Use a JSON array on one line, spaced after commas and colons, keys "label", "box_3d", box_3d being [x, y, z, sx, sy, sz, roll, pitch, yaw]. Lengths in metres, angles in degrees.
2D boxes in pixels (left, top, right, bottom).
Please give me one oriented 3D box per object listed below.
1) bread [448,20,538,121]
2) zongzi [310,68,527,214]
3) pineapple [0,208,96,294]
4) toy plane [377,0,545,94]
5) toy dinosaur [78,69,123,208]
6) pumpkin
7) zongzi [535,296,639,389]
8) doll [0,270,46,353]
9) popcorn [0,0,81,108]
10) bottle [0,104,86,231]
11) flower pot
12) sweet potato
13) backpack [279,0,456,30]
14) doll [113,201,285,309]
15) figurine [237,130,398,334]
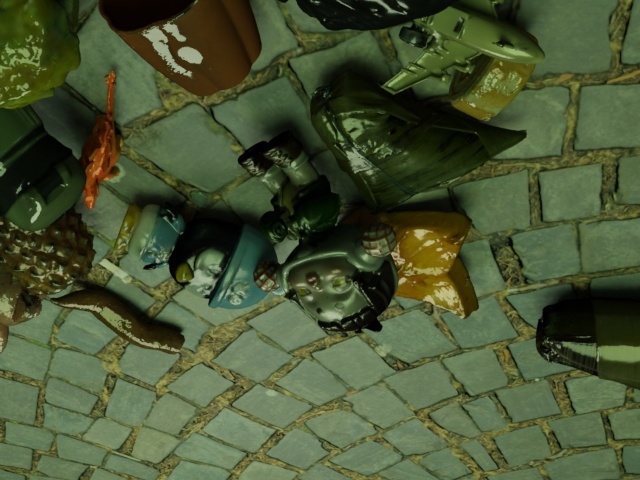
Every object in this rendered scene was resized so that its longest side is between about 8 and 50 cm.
[{"label": "bread", "box_3d": [0.240, -0.238, 1.217, 0.073, 0.122, 0.149, 25, 130, -15]}, {"label": "zongzi", "box_3d": [0.144, -0.179, 1.284, 0.275, 0.125, 0.251, -20, 137, 22]}, {"label": "pineapple", "box_3d": [-0.523, -0.074, 1.438, 0.175, 0.175, 0.361, -16, 117, 19]}, {"label": "toy plane", "box_3d": [0.173, -0.290, 1.127, 0.256, 0.104, 0.241, 32, 110, 26]}, {"label": "toy dinosaur", "box_3d": [-0.356, -0.135, 1.373, 0.071, 0.117, 0.288, 17, 137, -11]}, {"label": "pumpkin", "box_3d": [0.135, 0.046, 1.535, 0.291, 0.095, 0.258, -1, 133, 15]}, {"label": "zongzi", "box_3d": [0.565, 0.233, 1.665, 0.290, 0.154, 0.317, 2, 142, 13]}, {"label": "doll", "box_3d": [-0.610, 0.115, 1.642, 0.156, 0.201, 0.303, -10, 158, -42]}, {"label": "popcorn", "box_3d": [-0.431, -0.294, 1.102, 0.277, 0.276, 0.226, 32, 137, -25]}, {"label": "bottle", "box_3d": [-0.498, -0.164, 1.256, 0.168, 0.168, 0.347, -35, 104, 33]}, {"label": "flower pot", "box_3d": [-0.173, -0.299, 1.163, 0.191, 0.190, 0.173, -16, 145, 19]}, {"label": "sweet potato", "box_3d": [-0.403, 0.154, 1.711, 0.281, 0.067, 0.059, 34, 173, -26]}, {"label": "backpack", "box_3d": [0.037, -0.460, 0.895, 0.363, 0.255, 0.445, -40, 117, -14]}, {"label": "doll", "box_3d": [-0.204, 0.032, 1.517, 0.314, 0.141, 0.177, 20, 130, -11]}, {"label": "figurine", "box_3d": [0.000, 0.000, 1.399, 0.281, 0.167, 0.369, -19, 110, 35]}]
